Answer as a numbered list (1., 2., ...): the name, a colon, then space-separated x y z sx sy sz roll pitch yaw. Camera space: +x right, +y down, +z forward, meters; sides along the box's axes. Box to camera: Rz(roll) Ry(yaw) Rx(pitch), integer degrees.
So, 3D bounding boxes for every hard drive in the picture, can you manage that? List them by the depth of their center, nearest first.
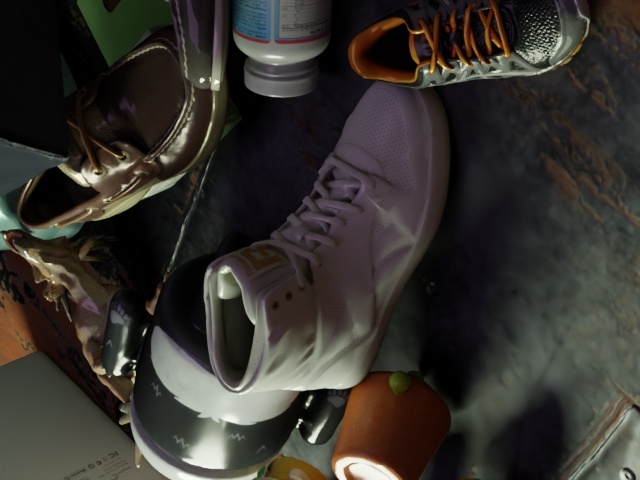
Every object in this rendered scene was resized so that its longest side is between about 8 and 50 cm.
1. hard drive: -0.346 0.270 1.643 0.307 0.203 0.040 37 133 32

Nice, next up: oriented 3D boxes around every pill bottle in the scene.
1. pill bottle: -0.033 -0.209 1.132 0.087 0.087 0.160 28 128 39

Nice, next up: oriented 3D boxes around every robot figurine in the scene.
1. robot figurine: -0.092 0.122 1.303 0.209 0.173 0.278 48 138 27

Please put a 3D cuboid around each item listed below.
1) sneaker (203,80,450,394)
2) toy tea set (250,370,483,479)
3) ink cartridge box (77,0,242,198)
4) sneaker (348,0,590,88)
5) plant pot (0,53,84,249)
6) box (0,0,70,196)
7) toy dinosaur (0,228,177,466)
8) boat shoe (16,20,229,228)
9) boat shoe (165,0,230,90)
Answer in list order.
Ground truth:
1. sneaker: 0.000 0.000 1.091 0.108 0.169 0.293 29 111 39
2. toy tea set: 0.051 0.231 1.266 0.200 0.124 0.336 41 140 -15
3. ink cartridge box: -0.189 -0.182 1.358 0.171 0.056 0.235 -36 82 52
4. sneaker: 0.110 -0.153 0.998 0.215 0.083 0.084 -9 99 50
5. plant pot: -0.426 -0.112 1.542 0.293 0.196 0.293 28 128 43
6. box: -0.526 -0.231 1.298 0.471 0.297 0.480 -25 63 33
7. toy dinosaur: -0.236 0.104 1.508 0.200 0.127 0.296 27 139 49
8. boat shoe: -0.206 -0.095 1.276 0.342 0.123 0.123 -31 86 52
9. boat shoe: -0.126 -0.293 1.119 0.112 0.095 0.335 161 108 -87
